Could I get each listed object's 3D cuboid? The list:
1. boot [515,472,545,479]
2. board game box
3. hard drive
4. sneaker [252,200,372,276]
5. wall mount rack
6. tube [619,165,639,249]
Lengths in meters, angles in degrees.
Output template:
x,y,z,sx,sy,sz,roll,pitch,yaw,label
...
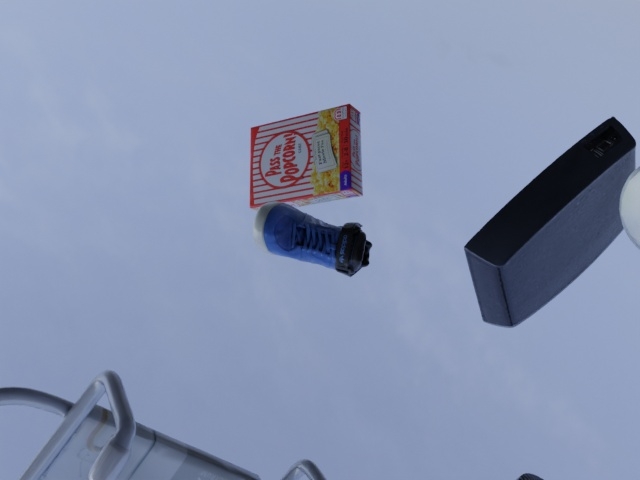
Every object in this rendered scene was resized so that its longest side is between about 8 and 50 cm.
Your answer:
x,y,z,sx,sy,sz,roll,pitch,yaw,label
0.217,0.358,0.923,0.198,0.137,0.077,15,-150,-53,boot
-0.026,-0.132,1.261,0.045,0.193,0.147,24,-119,-58,board game box
0.289,-0.014,0.923,0.254,0.172,0.054,-39,-132,-14,hard drive
0.000,-0.001,0.774,0.084,0.058,0.152,8,170,29,sneaker
-0.153,0.268,0.569,0.350,0.304,0.130,34,-175,-32,wall mount rack
0.275,-0.040,0.480,0.240,0.070,0.062,-13,-158,-40,tube
